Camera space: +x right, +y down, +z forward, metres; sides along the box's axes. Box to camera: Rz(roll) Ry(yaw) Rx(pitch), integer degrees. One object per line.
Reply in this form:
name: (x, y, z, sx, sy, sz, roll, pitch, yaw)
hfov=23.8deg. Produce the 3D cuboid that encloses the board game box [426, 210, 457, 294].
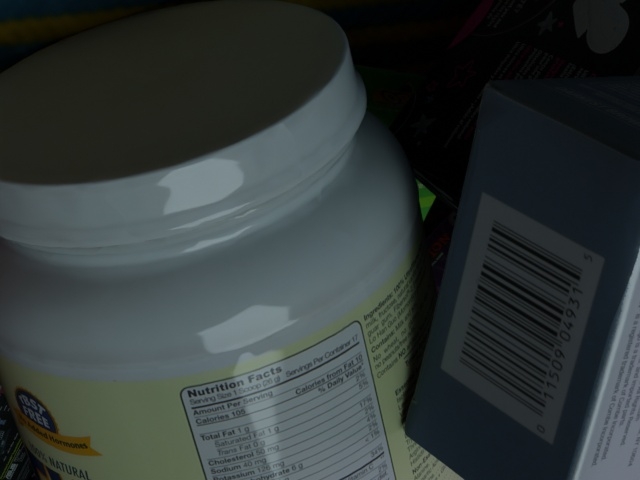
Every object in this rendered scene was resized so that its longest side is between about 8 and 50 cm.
board game box: (0.178, 0.076, 1.099, 0.208, 0.056, 0.347, -48, 137, -10)

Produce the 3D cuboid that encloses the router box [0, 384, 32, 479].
router box: (-0.202, 0.091, 0.912, 0.092, 0.038, 0.122, 11, 119, -38)

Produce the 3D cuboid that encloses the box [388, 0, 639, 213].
box: (0.188, -0.092, 0.876, 0.163, 0.142, 0.247, 37, 89, -40)

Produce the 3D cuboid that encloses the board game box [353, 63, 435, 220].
board game box: (0.000, 0.000, 0.962, 0.124, 0.039, 0.259, 5, 126, -35)

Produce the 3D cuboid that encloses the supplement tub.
supplement tub: (-0.050, 0.060, 0.814, 0.235, 0.235, 0.325, -22, 120, -14)

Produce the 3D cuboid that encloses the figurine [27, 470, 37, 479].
figurine: (-0.192, 0.285, 0.959, 0.092, 0.209, 0.215, 2, 125, -33)

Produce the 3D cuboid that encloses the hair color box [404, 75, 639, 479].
hair color box: (0.232, 0.016, 0.790, 0.374, 0.113, 0.185, -6, 117, -38)
